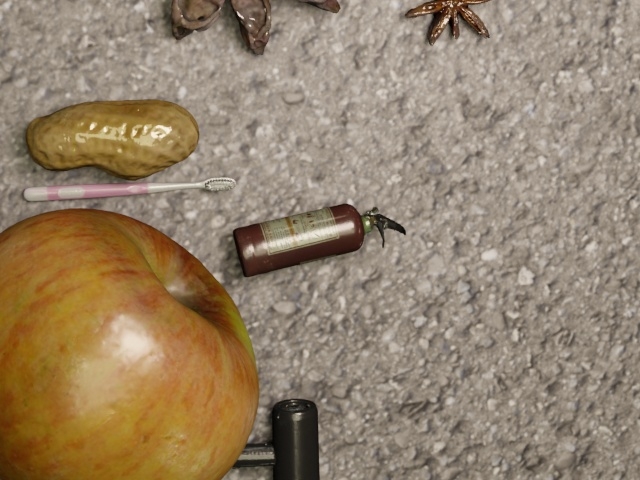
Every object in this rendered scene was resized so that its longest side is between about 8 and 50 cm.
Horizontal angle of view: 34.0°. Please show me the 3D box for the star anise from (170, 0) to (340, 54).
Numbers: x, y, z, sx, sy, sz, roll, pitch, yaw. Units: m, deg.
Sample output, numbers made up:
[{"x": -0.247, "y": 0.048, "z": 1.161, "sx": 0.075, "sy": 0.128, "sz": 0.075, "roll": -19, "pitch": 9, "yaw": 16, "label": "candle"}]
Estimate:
[{"x": -0.100, "y": -0.388, "z": 1.336, "sx": 0.332, "sy": 0.117, "sz": 0.331, "roll": -2, "pitch": 120, "yaw": -3, "label": "star anise"}]

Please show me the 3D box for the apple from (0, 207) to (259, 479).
[{"x": -0.273, "y": 0.162, "z": 1.292, "sx": 0.400, "sy": 0.400, "sz": 0.333, "roll": 42, "pitch": 103, "yaw": -14, "label": "apple"}]

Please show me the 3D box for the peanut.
[{"x": -0.273, "y": -0.132, "z": 1.380, "sx": 0.226, "sy": 0.095, "sz": 0.108, "roll": -1, "pitch": 104, "yaw": -9, "label": "peanut"}]

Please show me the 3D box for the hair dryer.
[{"x": -0.127, "y": 0.296, "z": 1.508, "sx": 0.256, "sy": 0.070, "sz": 0.128, "roll": 0, "pitch": 100, "yaw": -5, "label": "hair dryer"}]

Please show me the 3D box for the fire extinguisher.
[{"x": 0.000, "y": 0.000, "z": 1.453, "sx": 0.231, "sy": 0.099, "sz": 0.071, "roll": -12, "pitch": 124, "yaw": -7, "label": "fire extinguisher"}]

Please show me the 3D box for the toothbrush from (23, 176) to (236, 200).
[{"x": -0.258, "y": -0.070, "z": 1.431, "sx": 0.287, "sy": 0.025, "sz": 0.020, "roll": -4, "pitch": 101, "yaw": -9, "label": "toothbrush"}]

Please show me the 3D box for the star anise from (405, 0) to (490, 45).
[{"x": 0.184, "y": -0.335, "z": 1.449, "sx": 0.141, "sy": 0.042, "sz": 0.141, "roll": -1, "pitch": 103, "yaw": -7, "label": "star anise"}]
